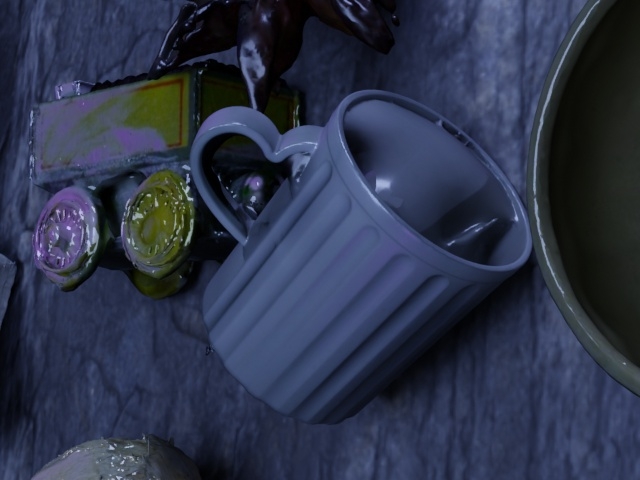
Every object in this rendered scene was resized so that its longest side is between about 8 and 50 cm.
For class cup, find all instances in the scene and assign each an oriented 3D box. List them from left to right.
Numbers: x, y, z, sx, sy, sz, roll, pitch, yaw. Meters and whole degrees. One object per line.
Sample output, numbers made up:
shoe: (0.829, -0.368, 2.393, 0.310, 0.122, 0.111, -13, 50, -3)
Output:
cup: (0.010, -0.001, 1.335, 0.221, 0.167, 0.202, 49, 122, 13)

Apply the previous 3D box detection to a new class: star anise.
star anise: (-0.030, -0.215, 1.379, 0.272, 0.102, 0.272, -14, 49, 17)

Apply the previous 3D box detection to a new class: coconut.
coconut: (-0.171, 0.257, 1.471, 0.194, 0.194, 0.194, -6, 80, 42)

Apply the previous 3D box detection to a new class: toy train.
toy train: (-0.129, -0.046, 1.496, 0.261, 0.134, 0.177, -6, 80, 42)

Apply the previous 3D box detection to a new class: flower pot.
flower pot: (0.296, -0.032, 1.033, 0.307, 0.244, 0.307, -4, 84, 43)

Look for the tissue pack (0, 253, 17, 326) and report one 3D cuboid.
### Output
tissue pack: (-0.420, 0.106, 1.720, 0.271, 0.124, 0.201, -21, 41, 40)
